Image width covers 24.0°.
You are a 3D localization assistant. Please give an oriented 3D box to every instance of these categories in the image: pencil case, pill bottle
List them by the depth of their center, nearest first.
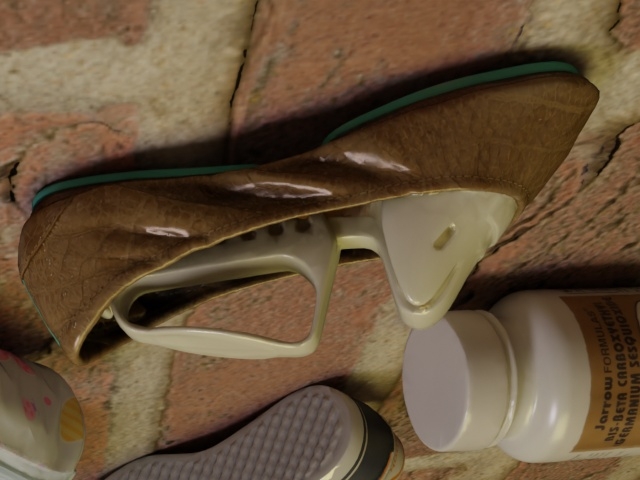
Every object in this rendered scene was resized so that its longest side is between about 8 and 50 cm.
[{"bbox_3d":[-0.253,0.099,0.940,0.124,0.113,0.273,21,169,25],"label":"pencil case"},{"bbox_3d":[0.186,0.101,1.141,0.229,0.131,0.131,-1,153,-24],"label":"pill bottle"}]

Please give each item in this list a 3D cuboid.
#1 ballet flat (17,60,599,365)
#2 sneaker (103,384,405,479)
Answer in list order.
[{"bbox_3d":[0.000,0.000,0.842,0.342,0.124,0.116,-13,156,0],"label":"ballet flat"},{"bbox_3d":[-0.070,0.236,1.315,0.321,0.126,0.127,-26,147,25],"label":"sneaker"}]
